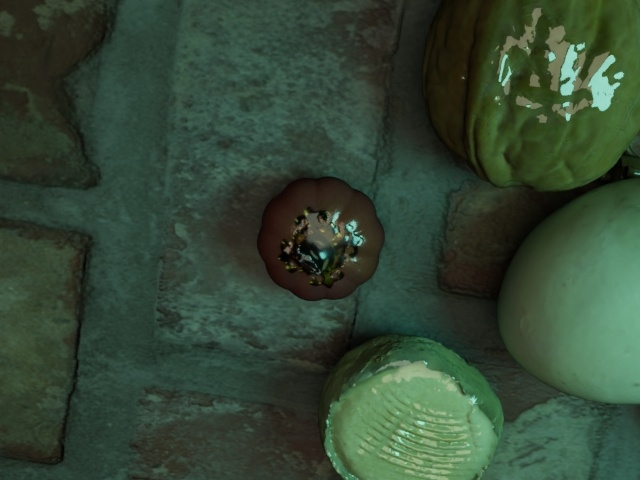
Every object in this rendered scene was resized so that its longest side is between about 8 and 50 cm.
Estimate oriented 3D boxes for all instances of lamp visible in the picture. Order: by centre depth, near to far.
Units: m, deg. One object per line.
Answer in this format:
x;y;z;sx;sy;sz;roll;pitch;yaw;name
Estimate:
0.000;0.000;0.998;0.182;0.140;0.182;0;101;0;lamp

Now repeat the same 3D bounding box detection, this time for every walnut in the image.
0.268;-0.215;0.894;0.277;0.252;0.312;12;109;1;walnut

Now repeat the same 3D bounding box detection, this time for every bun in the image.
0.121;0.249;1.026;0.260;0.152;0.259;2;111;6;bun

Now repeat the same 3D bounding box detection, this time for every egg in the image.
0.390;0.071;0.917;0.345;0.283;0.283;-30;97;32;egg

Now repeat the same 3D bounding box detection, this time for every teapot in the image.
0.434;-0.108;0.992;0.080;0.085;0.110;9;80;0;teapot
